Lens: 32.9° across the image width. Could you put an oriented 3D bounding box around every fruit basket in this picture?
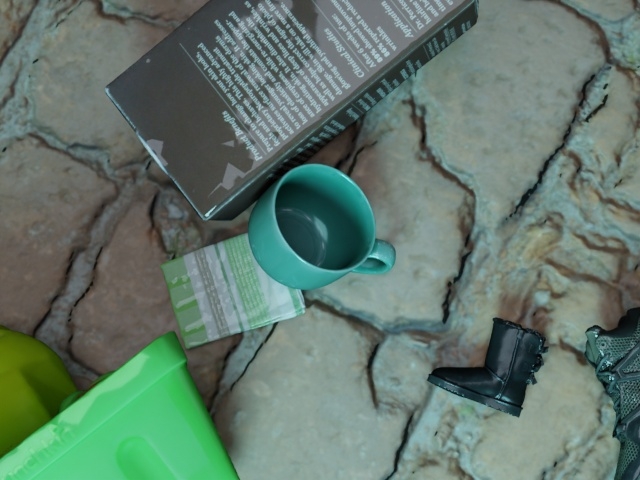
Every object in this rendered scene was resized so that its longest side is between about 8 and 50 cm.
[{"bbox_3d":[-0.308,0.213,1.139,0.392,0.283,0.392,2,74,-6],"label":"fruit basket"}]

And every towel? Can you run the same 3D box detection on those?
[{"bbox_3d":[-0.102,0.055,1.277,0.152,0.023,0.113,-18,77,4],"label":"towel"}]

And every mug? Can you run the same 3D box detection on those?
[{"bbox_3d":[-0.008,0.001,1.227,0.129,0.097,0.157,-37,91,-35],"label":"mug"}]

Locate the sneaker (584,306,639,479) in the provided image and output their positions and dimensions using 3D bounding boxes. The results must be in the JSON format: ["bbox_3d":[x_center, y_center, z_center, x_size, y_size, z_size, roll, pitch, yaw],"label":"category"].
[{"bbox_3d":[0.332,0.173,1.182,0.130,0.087,0.227,19,79,10],"label":"sneaker"}]

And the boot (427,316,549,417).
[{"bbox_3d":[0.191,0.135,1.220,0.121,0.045,0.099,20,85,1],"label":"boot"}]

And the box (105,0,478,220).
[{"bbox_3d":[-0.027,-0.208,1.220,0.381,0.143,0.191,-38,84,6],"label":"box"}]
